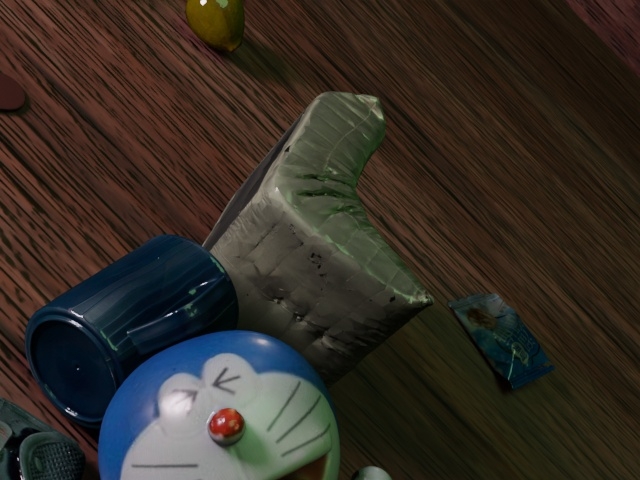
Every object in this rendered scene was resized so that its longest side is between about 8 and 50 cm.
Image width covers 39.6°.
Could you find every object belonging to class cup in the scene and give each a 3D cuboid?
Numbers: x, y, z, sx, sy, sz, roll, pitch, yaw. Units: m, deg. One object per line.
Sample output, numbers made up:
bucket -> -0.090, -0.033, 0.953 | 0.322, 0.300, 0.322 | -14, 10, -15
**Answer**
cup -> -0.144, 0.062, 0.709 | 0.113, 0.150, 0.138 | 41, 37, 9

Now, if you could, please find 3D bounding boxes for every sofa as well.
sofa -> 0.000, 0.000, 0.861 | 0.176, 0.210, 0.225 | 37, 36, -9

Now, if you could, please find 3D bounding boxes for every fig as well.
fig -> -0.128, -0.275, 1.116 | 0.074, 0.074, 0.088 | -30, 93, -53

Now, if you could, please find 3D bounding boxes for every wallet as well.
wallet -> -0.205, 0.155, 0.613 | 0.088, 0.026, 0.129 | 39, 7, -14

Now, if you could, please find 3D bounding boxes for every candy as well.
candy -> 0.226, 0.120, 1.117 | 0.088, 0.038, 0.136 | -17, 60, -36

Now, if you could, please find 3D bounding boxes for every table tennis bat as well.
table tennis bat -> -0.322, -0.146, 0.850 | 0.083, 0.007, 0.050 | 4, 53, -45

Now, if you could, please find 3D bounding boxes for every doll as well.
doll -> -0.056, 0.192, 0.606 | 0.161, 0.215, 0.257 | -126, -165, -78
